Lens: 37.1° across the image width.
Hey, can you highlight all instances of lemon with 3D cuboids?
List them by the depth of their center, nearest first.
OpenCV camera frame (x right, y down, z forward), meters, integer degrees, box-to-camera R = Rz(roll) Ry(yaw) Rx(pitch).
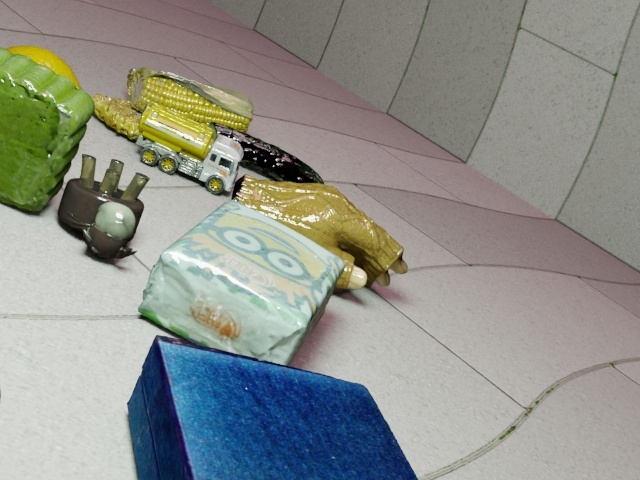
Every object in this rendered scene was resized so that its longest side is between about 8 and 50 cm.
[{"bbox_3d":[-0.510,-0.250,1.666,0.187,0.187,0.244,17,8,-25],"label":"lemon"}]

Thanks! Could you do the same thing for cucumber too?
[{"bbox_3d":[-0.124,-0.183,2.170,0.303,0.081,0.072,21,-10,-13],"label":"cucumber"}]

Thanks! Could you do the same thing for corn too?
[{"bbox_3d":[-0.307,-0.327,2.245,0.305,0.122,0.123,15,20,-25],"label":"corn"}]

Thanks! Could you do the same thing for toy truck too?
[{"bbox_3d":[-0.266,-0.188,1.927,0.227,0.114,0.098,24,18,-6],"label":"toy truck"}]

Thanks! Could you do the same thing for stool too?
[{"bbox_3d":[-0.329,-0.051,1.467,0.125,0.121,0.217,18,14,-27],"label":"stool"}]

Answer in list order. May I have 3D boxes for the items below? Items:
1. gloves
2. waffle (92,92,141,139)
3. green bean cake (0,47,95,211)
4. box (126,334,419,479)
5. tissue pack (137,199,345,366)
[{"bbox_3d":[-0.001,-0.015,1.742,0.356,0.155,0.203,27,22,-8],"label":"gloves"},{"bbox_3d":[-0.406,-0.258,2.040,0.194,0.051,0.149,33,18,35],"label":"waffle"},{"bbox_3d":[-0.467,-0.166,1.449,0.200,0.214,0.113,26,24,-1],"label":"green bean cake"},{"bbox_3d":[-0.051,0.240,1.023,0.279,0.116,0.261,18,21,-24],"label":"box"},{"bbox_3d":[-0.106,0.065,1.425,0.228,0.128,0.311,27,20,4],"label":"tissue pack"}]
